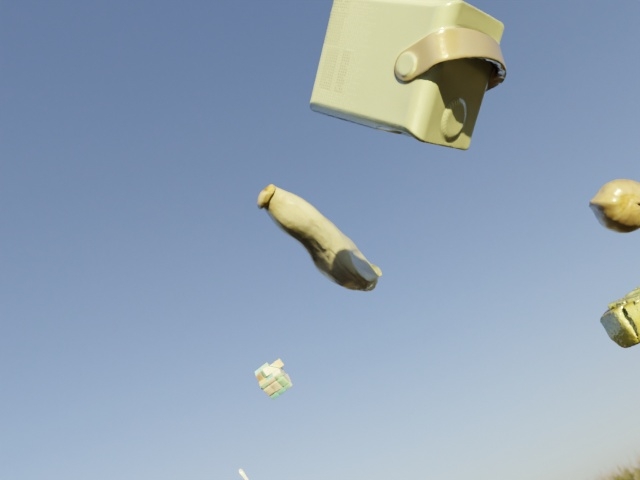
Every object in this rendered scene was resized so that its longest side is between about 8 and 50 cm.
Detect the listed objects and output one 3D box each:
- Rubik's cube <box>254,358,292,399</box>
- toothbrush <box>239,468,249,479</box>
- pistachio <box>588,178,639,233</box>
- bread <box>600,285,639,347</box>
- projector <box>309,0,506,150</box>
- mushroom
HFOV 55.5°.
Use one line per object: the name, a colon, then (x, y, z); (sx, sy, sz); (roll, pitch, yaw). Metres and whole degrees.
Rubik's cube: (-0.118, 0.330, 1.481); (0.075, 0.073, 0.084); (-22, -61, -8)
toothbrush: (-0.169, 0.639, 1.553); (0.011, 0.131, 0.013); (-25, -26, -39)
pistachio: (0.663, -0.075, 1.348); (0.124, 0.124, 0.185); (-33, -19, 17)
bread: (0.788, 0.164, 1.430); (0.257, 0.124, 0.186); (-31, -10, 28)
projector: (0.121, -0.231, 0.830); (0.163, 0.243, 0.177); (-3, -70, -48)
mushroom: (0.001, -0.001, 1.314); (0.351, 0.097, 0.109); (44, -24, -28)
